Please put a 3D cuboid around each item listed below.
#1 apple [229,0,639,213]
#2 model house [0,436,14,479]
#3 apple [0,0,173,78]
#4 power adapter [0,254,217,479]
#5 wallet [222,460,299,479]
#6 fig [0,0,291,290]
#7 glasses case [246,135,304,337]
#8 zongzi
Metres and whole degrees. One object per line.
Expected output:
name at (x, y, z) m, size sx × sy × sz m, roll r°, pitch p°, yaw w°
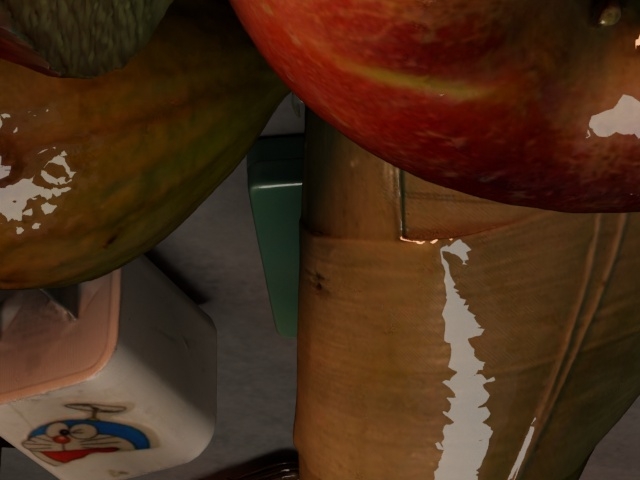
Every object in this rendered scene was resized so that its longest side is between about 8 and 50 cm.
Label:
apple at (0.113, -0.174, 0.837) m, size 0.348 × 0.277 × 0.348 m, roll -2°, pitch 143°, yaw -1°
model house at (-0.302, 0.161, 1.372) m, size 0.219 × 0.229 × 0.199 m, roll 2°, pitch 152°, yaw -7°
apple at (-0.146, -0.203, 0.799) m, size 0.179 × 0.254 × 0.346 m, roll -41°, pitch 161°, yaw -1°
power adapter at (-0.172, 0.062, 1.311) m, size 0.130 × 0.125 × 0.205 m, roll -16°, pitch 144°, yaw 22°
wallet at (-0.066, 0.220, 1.641) m, size 0.176 × 0.026 × 0.095 m, roll -23°, pitch 146°, yaw 30°
fig at (-0.077, -0.077, 1.024) m, size 0.321 × 0.217 × 0.217 m, roll 0°, pitch 146°, yaw 3°
glasses case at (0.000, 0.000, 1.302) m, size 0.078 × 0.039 × 0.184 m, roll -3°, pitch 146°, yaw 4°
zongzi at (0.158, 0.098, 1.204) m, size 0.418 × 0.181 × 0.447 m, roll -2°, pitch 111°, yaw -14°
